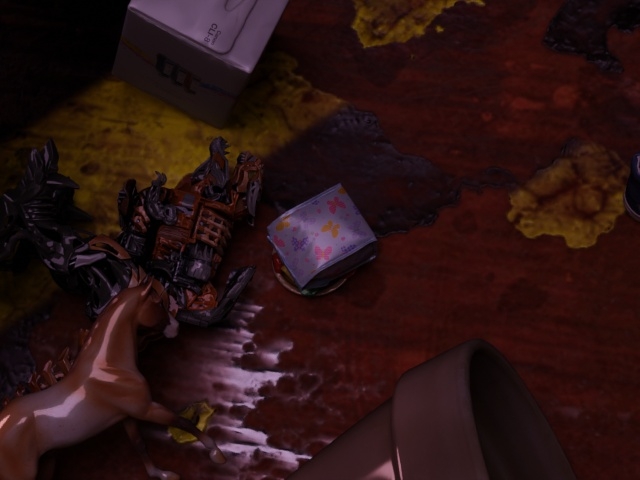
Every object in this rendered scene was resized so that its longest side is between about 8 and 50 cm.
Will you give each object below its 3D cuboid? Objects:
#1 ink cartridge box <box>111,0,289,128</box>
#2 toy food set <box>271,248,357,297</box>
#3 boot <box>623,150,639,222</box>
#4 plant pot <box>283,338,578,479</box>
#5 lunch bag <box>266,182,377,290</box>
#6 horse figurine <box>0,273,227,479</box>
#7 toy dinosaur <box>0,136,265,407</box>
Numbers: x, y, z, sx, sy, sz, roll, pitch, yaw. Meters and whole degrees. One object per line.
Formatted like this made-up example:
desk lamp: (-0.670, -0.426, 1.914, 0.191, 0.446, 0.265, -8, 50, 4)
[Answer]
ink cartridge box: (-0.109, -0.209, 1.288, 0.127, 0.176, 0.128, 27, 72, -7)
toy food set: (-0.005, 0.014, 1.283, 0.083, 0.020, 0.082, -42, 68, -9)
boot: (0.369, -0.054, 1.217, 0.190, 0.086, 0.069, -8, 67, 6)
plant pot: (0.060, 0.277, 1.036, 0.280, 0.323, 0.323, -26, 66, 15)
lunch bag: (0.000, 0.000, 1.248, 0.083, 0.053, 0.071, -29, 69, -14)
horse figurine: (-0.211, 0.172, 1.186, 0.263, 0.066, 0.174, -32, 107, 0)
toy dinosaur: (-0.189, 0.025, 1.247, 0.218, 0.164, 0.322, 37, 55, 4)
